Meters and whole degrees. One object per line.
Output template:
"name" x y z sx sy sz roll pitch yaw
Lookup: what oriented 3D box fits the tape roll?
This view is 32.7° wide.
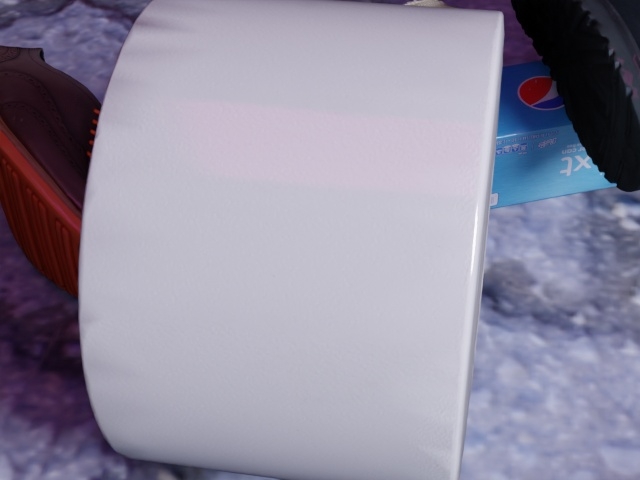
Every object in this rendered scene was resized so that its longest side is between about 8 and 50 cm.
"tape roll" 0.000 0.000 0.558 0.169 0.246 0.246 5 48 10

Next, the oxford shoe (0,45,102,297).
"oxford shoe" -0.177 -0.062 0.731 0.098 0.097 0.271 -23 49 -25

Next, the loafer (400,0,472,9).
"loafer" -0.007 -0.111 0.758 0.268 0.102 0.092 -23 56 -17

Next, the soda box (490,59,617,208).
"soda box" 0.186 -0.081 0.741 0.210 0.067 0.071 -10 47 -6

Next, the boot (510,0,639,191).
"boot" 0.247 -0.141 0.680 0.207 0.094 0.246 -11 41 -1
